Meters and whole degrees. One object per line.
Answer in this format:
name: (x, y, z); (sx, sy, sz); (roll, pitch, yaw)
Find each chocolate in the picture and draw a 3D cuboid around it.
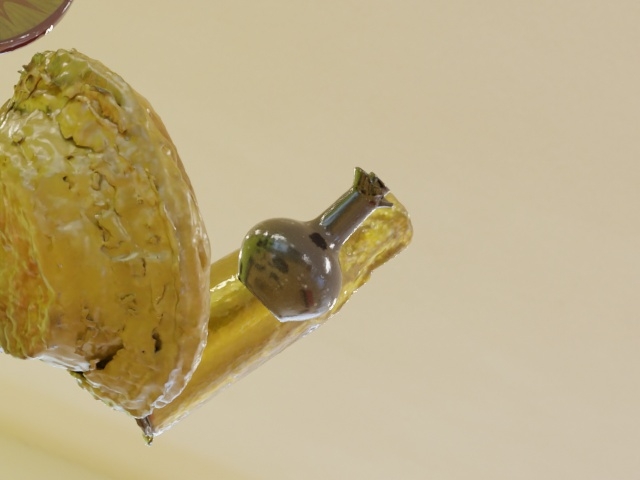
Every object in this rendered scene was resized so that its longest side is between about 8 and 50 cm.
chocolate: (-0.071, 0.081, 1.726); (0.162, 0.445, 0.162); (51, -19, 25)

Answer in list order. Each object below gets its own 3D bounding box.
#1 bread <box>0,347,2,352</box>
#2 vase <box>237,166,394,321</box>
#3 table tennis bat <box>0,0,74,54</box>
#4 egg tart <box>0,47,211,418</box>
bread: (-0.605, 0.100, 2.102); (0.149, 0.195, 0.344); (55, 3, 19)
vase: (0.000, 0.000, 1.443); (0.120, 0.183, 0.120); (46, -3, 3)
table tennis bat: (-0.311, -0.287, 1.332); (0.200, 0.310, 0.038); (46, -33, 4)
egg tart: (-0.195, 0.003, 1.045); (0.294, 0.123, 0.294); (29, -52, 45)
